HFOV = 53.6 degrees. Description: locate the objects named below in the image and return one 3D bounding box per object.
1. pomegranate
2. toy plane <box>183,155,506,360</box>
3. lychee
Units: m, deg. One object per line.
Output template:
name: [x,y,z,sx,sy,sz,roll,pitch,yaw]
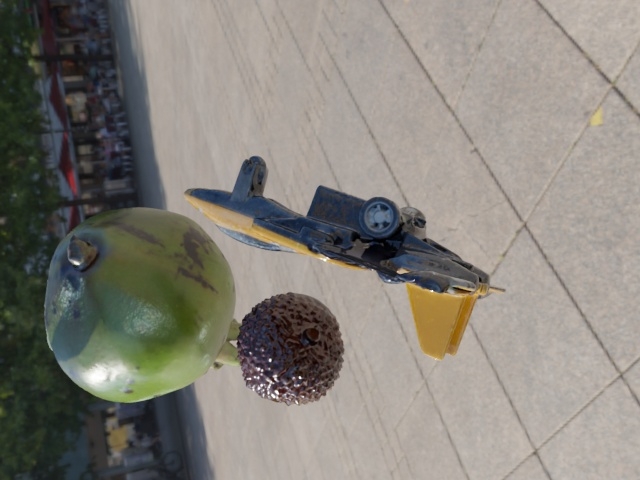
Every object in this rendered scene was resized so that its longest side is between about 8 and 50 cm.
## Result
pomegranate: [-0.219,0.095,0.873,0.260,0.340,0.261,-17,60,32]
toy plane: [0.005,-0.012,0.578,0.316,0.204,0.103,28,97,24]
lychee: [-0.032,0.118,0.681,0.129,0.123,0.123,99,155,-61]
